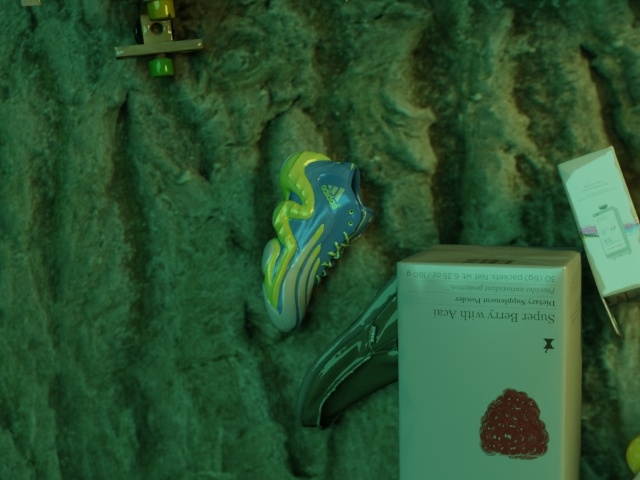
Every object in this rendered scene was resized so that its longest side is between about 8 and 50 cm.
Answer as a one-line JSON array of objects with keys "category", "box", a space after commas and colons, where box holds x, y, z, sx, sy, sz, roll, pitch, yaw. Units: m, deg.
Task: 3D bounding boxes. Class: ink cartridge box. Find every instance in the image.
[{"category": "ink cartridge box", "box": [0.334, 0.006, 1.084, 0.067, 0.115, 0.198, -19, 76, 17]}]

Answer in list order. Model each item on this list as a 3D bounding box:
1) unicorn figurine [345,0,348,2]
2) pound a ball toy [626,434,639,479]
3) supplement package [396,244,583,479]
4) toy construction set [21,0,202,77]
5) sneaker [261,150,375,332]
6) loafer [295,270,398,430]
[{"category": "unicorn figurine", "box": [-0.038, -0.393, 1.326, 0.111, 0.060, 0.162, -16, 76, 19]}, {"category": "pound a ball toy", "box": [0.385, 0.229, 0.978, 0.136, 0.208, 0.319, 35, 96, 23]}, {"category": "supplement package", "box": [0.189, 0.159, 1.049, 0.177, 0.175, 0.293, 1, 96, 20]}, {"category": "toy construction set", "box": [-0.256, -0.333, 1.279, 0.257, 0.309, 0.237, 13, 109, 51]}, {"category": "sneaker", "box": [0.000, 0.000, 1.232, 0.126, 0.091, 0.240, 1, 81, 21]}, {"category": "loafer", "box": [0.067, 0.142, 1.179, 0.087, 0.094, 0.251, 41, 95, 22]}]
